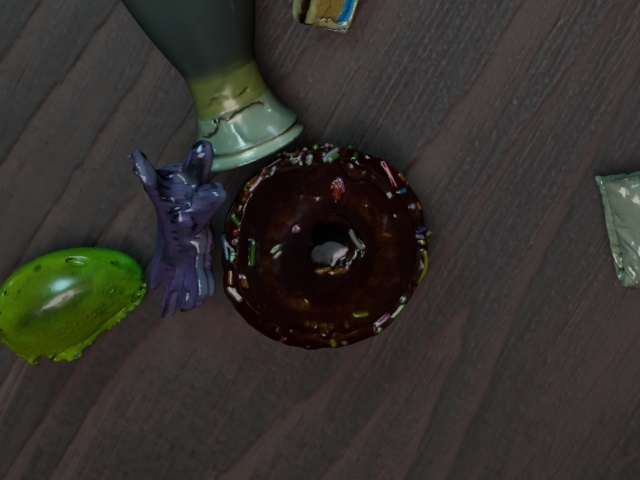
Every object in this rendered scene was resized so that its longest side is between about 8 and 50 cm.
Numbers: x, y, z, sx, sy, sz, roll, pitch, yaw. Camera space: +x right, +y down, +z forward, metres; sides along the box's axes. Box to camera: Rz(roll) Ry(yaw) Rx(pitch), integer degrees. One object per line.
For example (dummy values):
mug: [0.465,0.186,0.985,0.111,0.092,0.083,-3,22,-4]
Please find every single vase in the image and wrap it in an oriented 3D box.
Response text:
vase: [-0.128,-0.238,1.846,0.173,0.173,0.321,-16,109,9]

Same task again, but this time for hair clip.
hair clip: [-0.142,-0.006,1.867,0.090,0.278,0.137,-11,62,-7]

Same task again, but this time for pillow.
pillow: [0.390,-0.021,1.896,0.181,0.078,0.134,-7,105,8]

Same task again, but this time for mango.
mango: [-0.279,0.064,1.973,0.178,0.100,0.119,-24,141,4]

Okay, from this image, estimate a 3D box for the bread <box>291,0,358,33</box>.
bread: [0.011,-0.277,1.875,0.072,0.053,0.106,10,110,-22]

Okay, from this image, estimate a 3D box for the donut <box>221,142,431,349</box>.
donut: [0.000,0.000,1.908,0.235,0.089,0.235,-5,110,-14]
